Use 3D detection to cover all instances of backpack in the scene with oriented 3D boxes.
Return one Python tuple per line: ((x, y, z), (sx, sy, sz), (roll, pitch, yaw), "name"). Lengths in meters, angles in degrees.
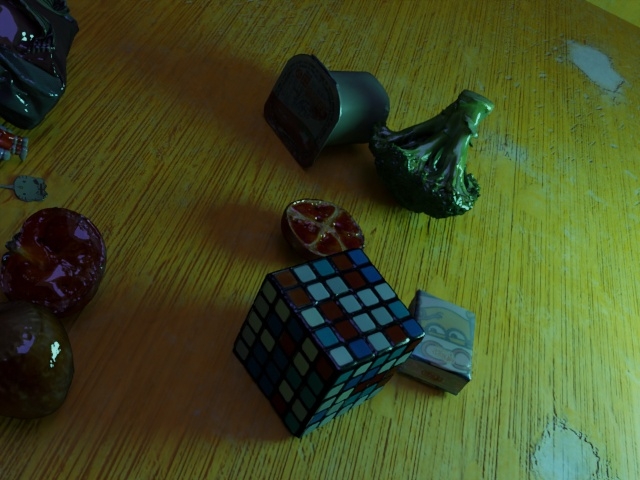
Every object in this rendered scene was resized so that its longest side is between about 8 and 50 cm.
((-0.570, -0.366, 1.283), (0.317, 0.197, 0.283), (30, 28, -30), "backpack")

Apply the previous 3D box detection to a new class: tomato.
((0.000, 0.000, 1.361), (0.156, 0.069, 0.155), (17, 40, -15), "tomato")
((-0.378, 0.041, 1.108), (0.139, 0.091, 0.159), (18, 70, 1), "tomato")

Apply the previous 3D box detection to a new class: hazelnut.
((-0.375, 0.150, 0.975), (0.143, 0.143, 0.154), (5, 31, -24), "hazelnut")

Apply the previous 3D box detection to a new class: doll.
((-0.581, -0.181, 1.220), (0.228, 0.075, 0.102), (15, 29, -29), "doll")

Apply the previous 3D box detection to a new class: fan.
((-0.481, -0.084, 1.232), (0.083, 0.004, 0.056), (2, 49, -27), "fan")

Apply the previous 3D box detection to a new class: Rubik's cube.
((0.010, 0.146, 1.141), (0.187, 0.182, 0.184), (-18, 59, -40), "Rubik's cube")

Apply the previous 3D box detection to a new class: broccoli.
((0.237, -0.169, 1.508), (0.254, 0.269, 0.269), (9, 44, -42), "broccoli")

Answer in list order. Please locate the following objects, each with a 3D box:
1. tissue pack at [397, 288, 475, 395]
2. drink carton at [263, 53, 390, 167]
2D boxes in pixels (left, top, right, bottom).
((0.197, 0.172, 1.305), (0.116, 0.065, 0.155), (23, 43, -4), "tissue pack")
((0.031, -0.268, 1.563), (0.190, 0.191, 0.185), (-6, 50, -40), "drink carton")
